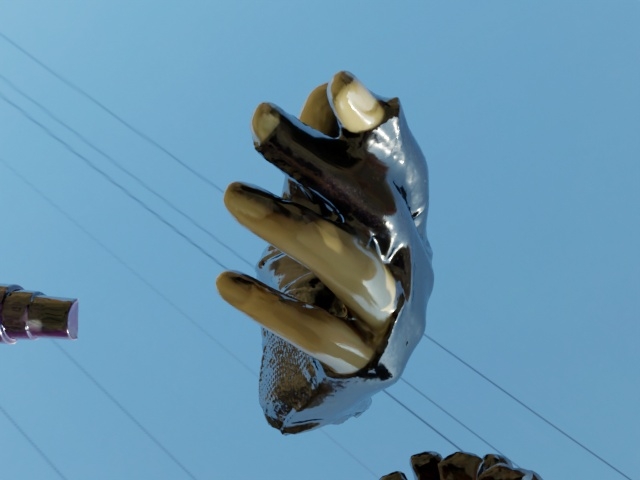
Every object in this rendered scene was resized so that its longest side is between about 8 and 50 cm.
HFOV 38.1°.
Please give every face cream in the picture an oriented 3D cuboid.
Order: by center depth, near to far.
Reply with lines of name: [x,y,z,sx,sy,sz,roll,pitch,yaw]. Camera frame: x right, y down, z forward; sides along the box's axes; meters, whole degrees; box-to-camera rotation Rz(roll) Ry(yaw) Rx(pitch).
face cream: [-0.305,0.049,0.678,0.274,0.078,0.078,3,-109,10]

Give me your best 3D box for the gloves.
gloves: [0.007,0.003,0.669,0.152,0.301,0.197,-9,-130,3]

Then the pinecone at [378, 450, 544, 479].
pinecone: [0.096,0.218,0.558,0.208,0.208,0.207,-9,-113,22]
